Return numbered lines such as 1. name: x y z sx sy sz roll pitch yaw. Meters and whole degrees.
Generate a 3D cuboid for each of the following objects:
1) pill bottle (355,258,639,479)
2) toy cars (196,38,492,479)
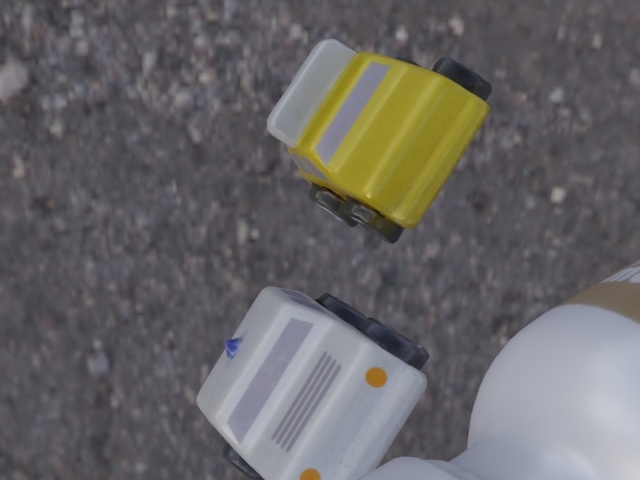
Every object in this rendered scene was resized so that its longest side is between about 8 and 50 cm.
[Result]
1. pill bottle: 0.133 0.062 0.493 0.265 0.153 0.153 -28 65 -19
2. toy cars: 0.000 0.000 1.025 0.087 0.176 0.393 33 39 -13
